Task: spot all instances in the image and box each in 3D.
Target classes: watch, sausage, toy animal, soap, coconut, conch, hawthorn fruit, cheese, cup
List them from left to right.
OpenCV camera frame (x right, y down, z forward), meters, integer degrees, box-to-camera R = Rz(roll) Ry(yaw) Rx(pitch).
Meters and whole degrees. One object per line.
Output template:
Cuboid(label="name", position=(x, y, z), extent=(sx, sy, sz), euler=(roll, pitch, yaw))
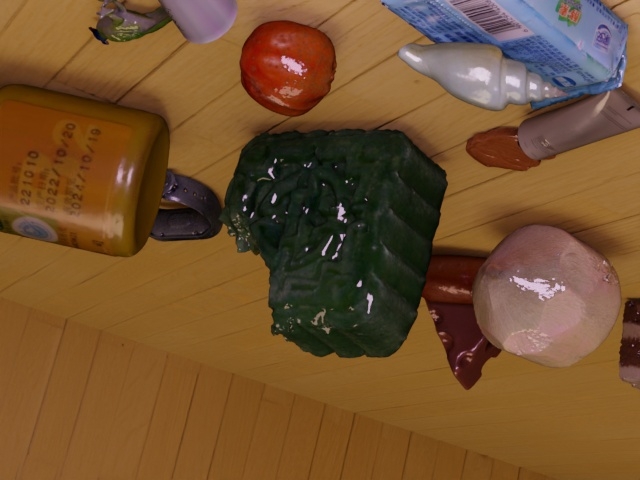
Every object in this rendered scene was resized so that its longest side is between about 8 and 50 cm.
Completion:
Cuboid(label="toy animal", position=(-0.225, -0.278, 1.609), extent=(0.217, 0.041, 0.075), euler=(-9, 154, 42))
Cuboid(label="watch", position=(-0.275, -0.061, 2.277), extent=(0.206, 0.068, 0.193), euler=(1, 155, 26))
Cuboid(label="cup", position=(-0.159, -0.288, 1.497), extent=(0.104, 0.074, 0.116), euler=(36, 174, 35))
Cuboid(label="hawthorn fruit", position=(-0.040, -0.206, 1.577), extent=(0.128, 0.128, 0.128), euler=(12, 163, 4))
Cuboid(label="cheese", position=(0.249, 0.128, 2.344), extent=(0.177, 0.203, 0.128), euler=(37, 176, 27))
Cuboid(label="conch", position=(0.170, -0.175, 1.356), extent=(0.180, 0.088, 0.065), euler=(19, 120, 11))
Cuboid(label="sausage", position=(0.294, 0.070, 2.230), extent=(0.300, 0.083, 0.089), euler=(4, 148, 19))
Cuboid(label="soap", position=(0.190, -0.237, 1.362), extent=(0.293, 0.077, 0.156), euler=(29, 158, -37))
Cuboid(label="coconut", position=(0.339, 0.085, 2.029), extent=(0.224, 0.224, 0.234), euler=(-1, 157, 39))

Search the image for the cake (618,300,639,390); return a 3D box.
Cuboid(label="cake", position=(0.594, 0.189, 2.265), extent=(0.135, 0.147, 0.134), euler=(1, 158, 39))

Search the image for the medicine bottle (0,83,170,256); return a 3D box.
Cuboid(label="medicine bottle", position=(-0.433, -0.117, 1.949), extent=(0.385, 0.224, 0.224), euler=(13, 163, 2))

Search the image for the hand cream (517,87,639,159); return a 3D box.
Cuboid(label="hand cream", position=(0.316, -0.142, 1.615), extent=(0.087, 0.054, 0.186), euler=(30, 150, -32))

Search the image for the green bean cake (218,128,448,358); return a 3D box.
Cuboid(label="green bean cake", position=(0.000, 0.000, 1.855), extent=(0.300, 0.307, 0.169), euler=(-1, 156, 34))

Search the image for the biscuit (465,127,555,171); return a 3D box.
Cuboid(label="biscuit", position=(0.254, -0.120, 1.771), extent=(0.102, 0.019, 0.130), euler=(23, 161, -24))
